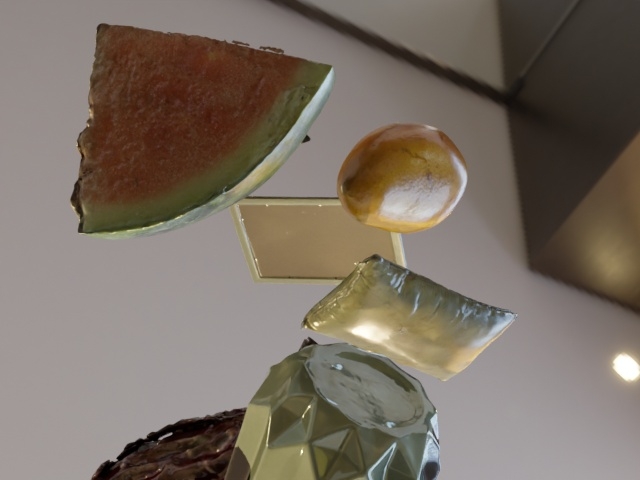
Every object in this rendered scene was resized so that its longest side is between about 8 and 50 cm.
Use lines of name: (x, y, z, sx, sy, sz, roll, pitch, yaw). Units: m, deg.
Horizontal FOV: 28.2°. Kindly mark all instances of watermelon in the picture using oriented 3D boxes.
watermelon: (-0.140, -0.127, 1.406, 0.193, 0.310, 0.232, 29, -161, -53)

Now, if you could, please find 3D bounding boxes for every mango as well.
mango: (0.101, -0.078, 1.630, 0.112, 0.145, 0.219, 9, -167, 39)

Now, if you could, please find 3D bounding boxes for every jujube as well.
jujube: (-0.107, 0.337, 1.607, 0.376, 0.258, 0.258, -12, -138, 11)

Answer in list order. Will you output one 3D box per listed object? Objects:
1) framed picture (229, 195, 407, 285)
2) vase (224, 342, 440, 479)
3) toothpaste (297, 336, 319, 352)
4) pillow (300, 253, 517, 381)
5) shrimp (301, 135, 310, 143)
framed picture: (0.000, 0.000, 2.047, 0.274, 0.217, 0.017, 2, -131, 13)
vase: (-0.032, 0.258, 1.056, 0.165, 0.360, 0.165, 21, -154, -11)
toothpaste: (-0.002, 0.230, 1.728, 0.099, 0.282, 0.068, 11, -127, -5)
pillow: (0.131, 0.120, 1.918, 0.302, 0.185, 0.075, 23, -141, -30)
shrimp: (-0.125, -0.171, 2.045, 0.178, 0.289, 0.075, -6, -89, -64)
